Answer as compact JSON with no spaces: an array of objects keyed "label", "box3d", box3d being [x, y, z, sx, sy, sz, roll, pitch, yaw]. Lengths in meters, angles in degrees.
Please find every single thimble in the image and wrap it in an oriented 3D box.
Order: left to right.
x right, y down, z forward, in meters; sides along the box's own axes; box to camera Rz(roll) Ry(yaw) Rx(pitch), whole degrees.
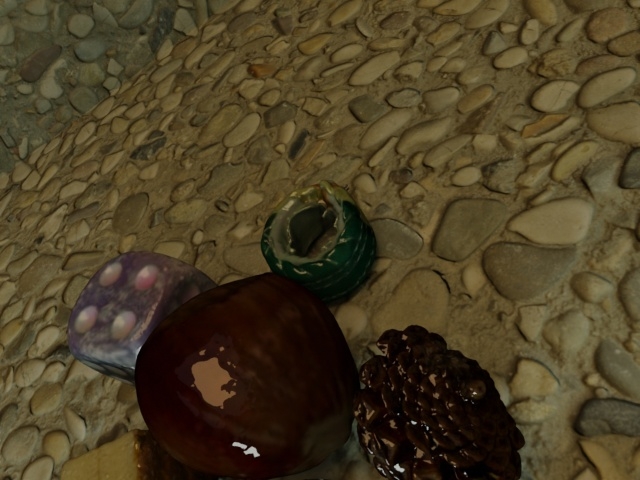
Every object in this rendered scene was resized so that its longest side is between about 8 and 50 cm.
[{"label":"thimble","box3d":[0.000,0.000,1.278,0.254,0.167,0.288,1,58,27]}]

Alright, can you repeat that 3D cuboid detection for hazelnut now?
[{"label":"hazelnut","box3d":[-0.121,0.263,1.007,0.421,0.421,0.352,50,118,42]}]

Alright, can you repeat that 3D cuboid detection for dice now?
[{"label":"dice","box3d":[-0.399,0.201,1.266,0.270,0.270,0.271,2,58,29]}]

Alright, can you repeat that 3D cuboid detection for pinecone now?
[{"label":"pinecone","box3d":[0.177,0.293,0.892,0.242,0.296,0.298,-30,68,-12]}]

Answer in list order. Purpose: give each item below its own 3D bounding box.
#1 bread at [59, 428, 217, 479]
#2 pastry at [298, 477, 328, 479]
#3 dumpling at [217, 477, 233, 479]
[{"label":"bread","box3d":[-0.320,0.532,0.977,0.207,0.279,0.279,-29,51,7]},{"label":"pastry","box3d":[-0.014,0.511,0.960,0.166,0.088,0.165,-15,51,19]},{"label":"dumpling","box3d":[-0.139,0.539,0.961,0.105,0.149,0.216,-37,51,0]}]
